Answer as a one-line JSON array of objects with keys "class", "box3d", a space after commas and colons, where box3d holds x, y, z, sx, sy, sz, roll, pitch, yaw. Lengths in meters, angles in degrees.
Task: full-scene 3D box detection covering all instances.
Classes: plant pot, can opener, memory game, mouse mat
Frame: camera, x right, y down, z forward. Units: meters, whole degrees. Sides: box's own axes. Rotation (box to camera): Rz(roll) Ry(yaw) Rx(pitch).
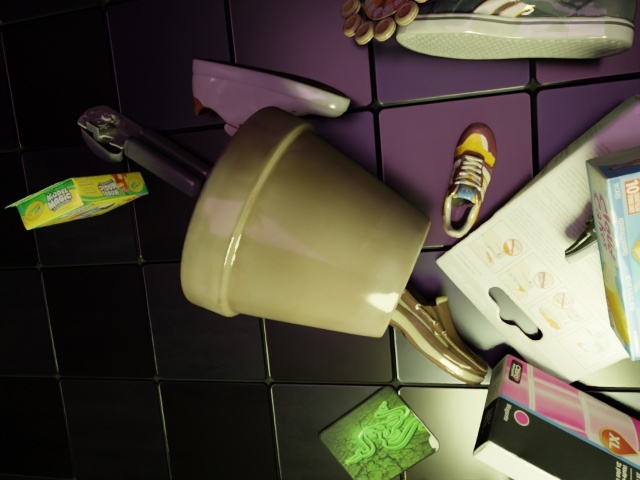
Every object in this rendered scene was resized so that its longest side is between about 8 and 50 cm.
[{"class": "plant pot", "box3d": [0.000, 0.000, 0.759, 0.280, 0.323, 0.323, 22, 104, 8]}, {"class": "can opener", "box3d": [-0.333, -0.161, 0.960, 0.283, 0.076, 0.095, 33, 138, 7]}, {"class": "memory game", "box3d": [0.103, -0.384, 0.772, 0.186, 0.012, 0.186, -18, 61, 36]}, {"class": "mouse mat", "box3d": [0.107, 0.379, 0.954, 0.190, 0.007, 0.152, -41, 87, 16]}]

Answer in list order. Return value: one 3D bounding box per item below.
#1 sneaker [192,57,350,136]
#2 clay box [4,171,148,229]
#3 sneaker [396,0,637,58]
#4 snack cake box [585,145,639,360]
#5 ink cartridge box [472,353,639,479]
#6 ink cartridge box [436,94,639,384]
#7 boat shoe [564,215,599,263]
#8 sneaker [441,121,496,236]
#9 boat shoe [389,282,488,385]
[{"class": "sneaker", "box3d": [-0.090, -0.228, 0.866, 0.290, 0.106, 0.123, 17, 111, 20]}, {"class": "clay box", "box3d": [-0.428, -0.073, 0.906, 0.127, 0.222, 0.053, -20, 96, 17]}, {"class": "sneaker", "box3d": [0.276, -0.338, 0.734, 0.321, 0.126, 0.127, 7, 95, 15]}, {"class": "snack cake box", "box3d": [0.444, 0.010, 0.638, 0.152, 0.089, 0.264, -14, 111, 16]}, {"class": "ink cartridge box", "box3d": [0.430, 0.338, 0.774, 0.371, 0.175, 0.069, 28, 135, 7]}, {"class": "ink cartridge box", "box3d": [0.429, 0.022, 0.792, 0.308, 0.091, 0.385, 48, 124, 3]}, {"class": "boat shoe", "box3d": [0.400, -0.023, 0.711, 0.142, 0.049, 0.040, -44, 81, 25]}, {"class": "sneaker", "box3d": [0.238, -0.095, 0.802, 0.070, 0.084, 0.185, 10, 102, 13]}, {"class": "boat shoe", "box3d": [0.185, 0.133, 0.850, 0.257, 0.095, 0.095, 38, 100, 6]}]
